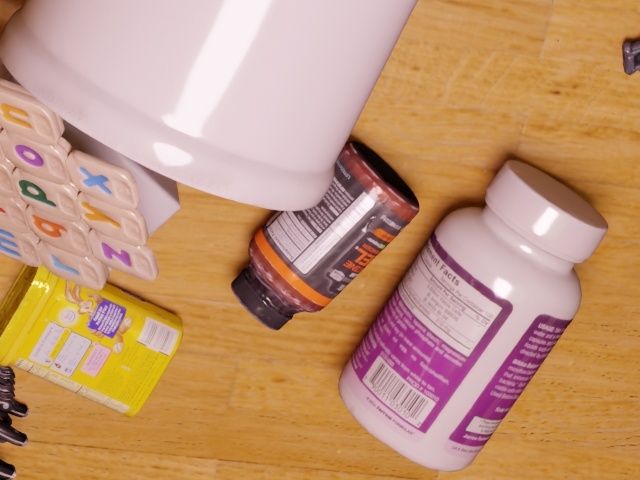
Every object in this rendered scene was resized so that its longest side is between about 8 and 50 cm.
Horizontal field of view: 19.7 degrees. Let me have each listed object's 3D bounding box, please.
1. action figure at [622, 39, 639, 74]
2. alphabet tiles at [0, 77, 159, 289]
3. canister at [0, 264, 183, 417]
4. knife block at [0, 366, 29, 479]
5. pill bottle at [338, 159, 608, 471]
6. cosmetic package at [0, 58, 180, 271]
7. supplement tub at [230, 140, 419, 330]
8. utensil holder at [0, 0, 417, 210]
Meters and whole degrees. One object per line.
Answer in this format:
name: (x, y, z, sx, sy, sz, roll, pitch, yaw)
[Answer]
action figure: (0.491, -0.167, 1.807, 0.341, 0.178, 0.330, -26, 107, 11)
alphabet tiles: (-0.278, -0.058, 1.705, 0.278, 0.021, 0.284, 20, 149, 18)
canister: (-0.242, 0.098, 1.890, 0.170, 0.073, 0.126, 27, 106, -20)
knife block: (-0.444, 0.171, 1.882, 0.276, 0.088, 0.242, -10, 114, -5)
pill bottle: (0.161, 0.074, 1.888, 0.169, 0.169, 0.301, 28, 107, -19)
cosmetic package: (-0.257, -0.085, 1.803, 0.117, 0.085, 0.231, -40, 115, 10)
supplement tub: (0.000, 0.000, 1.866, 0.106, 0.106, 0.198, 40, 103, -21)
utensil holder: (-0.056, -0.269, 1.624, 0.328, 0.327, 0.385, 24, 107, -17)
